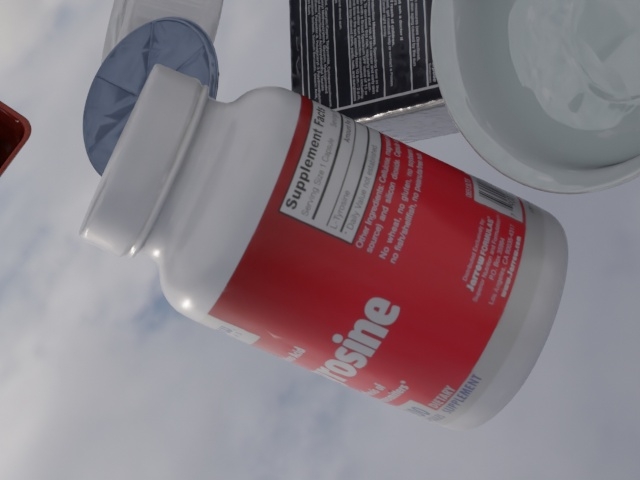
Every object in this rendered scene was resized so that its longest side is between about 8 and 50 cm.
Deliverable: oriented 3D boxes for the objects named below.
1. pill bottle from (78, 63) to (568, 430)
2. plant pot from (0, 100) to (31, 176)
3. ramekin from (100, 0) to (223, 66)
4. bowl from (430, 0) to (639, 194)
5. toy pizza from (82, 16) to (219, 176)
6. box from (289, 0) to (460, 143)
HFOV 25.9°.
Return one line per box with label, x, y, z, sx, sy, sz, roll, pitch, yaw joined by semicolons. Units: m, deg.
pill bottle;0.000;0.000;1.278;0.229;0.407;0.229;-62;-169;22
plant pot;-0.523;-0.077;1.624;0.267;0.267;0.236;-57;-174;-15
ramekin;-0.249;-0.340;2.162;0.277;0.135;0.277;-166;-90;-73
bowl;0.252;-0.190;1.220;0.298;0.134;0.298;3;-85;42
toy pizza;-0.186;-0.152;1.548;0.201;0.032;0.201;-14;-115;34
box;0.118;-0.268;1.503;0.294;0.182;0.296;-6;-95;55
